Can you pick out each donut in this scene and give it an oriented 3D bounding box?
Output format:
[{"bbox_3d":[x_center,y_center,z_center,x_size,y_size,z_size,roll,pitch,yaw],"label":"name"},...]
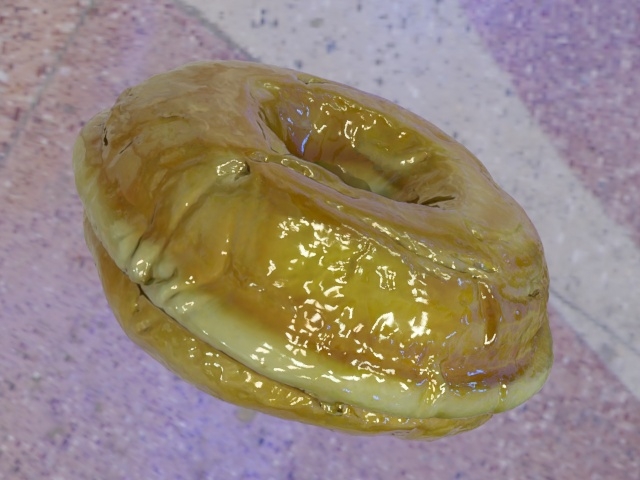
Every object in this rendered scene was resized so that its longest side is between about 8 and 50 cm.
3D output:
[{"bbox_3d":[0.000,0.000,1.254,0.449,0.449,0.198,9,120,-35],"label":"donut"}]
